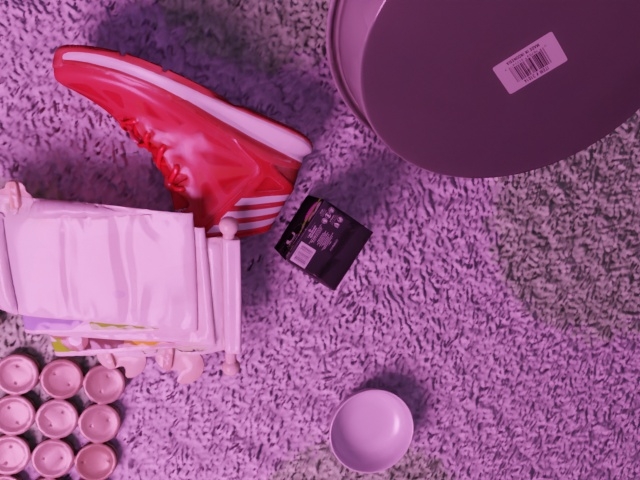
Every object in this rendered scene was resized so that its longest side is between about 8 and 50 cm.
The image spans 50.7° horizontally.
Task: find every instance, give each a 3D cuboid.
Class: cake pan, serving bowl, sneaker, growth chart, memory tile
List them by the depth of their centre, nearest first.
[{"bbox_3d":[0.152,-0.155,0.527,0.293,0.054,0.293,-5,141,-4],"label":"cake pan"},{"bbox_3d":[-0.125,-0.067,0.560,0.221,0.087,0.128,21,91,-12],"label":"sneaker"},{"bbox_3d":[-0.176,0.037,0.564,0.237,0.021,0.172,10,113,-4],"label":"growth chart"},{"bbox_3d":[-0.237,0.176,0.604,0.113,0.012,0.148,8,95,-12],"label":"memory tile"},{"bbox_3d":[0.047,0.180,0.654,0.083,0.027,0.083,-1,97,-11],"label":"serving bowl"}]

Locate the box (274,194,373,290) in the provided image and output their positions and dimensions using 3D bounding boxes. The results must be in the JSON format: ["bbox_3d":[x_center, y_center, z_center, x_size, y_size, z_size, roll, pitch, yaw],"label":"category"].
[{"bbox_3d":[0.000,0.000,0.593,0.052,0.083,0.062,33,90,-12],"label":"box"}]
